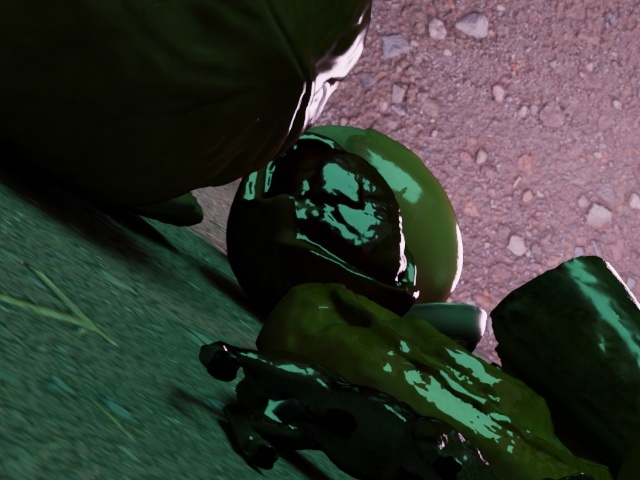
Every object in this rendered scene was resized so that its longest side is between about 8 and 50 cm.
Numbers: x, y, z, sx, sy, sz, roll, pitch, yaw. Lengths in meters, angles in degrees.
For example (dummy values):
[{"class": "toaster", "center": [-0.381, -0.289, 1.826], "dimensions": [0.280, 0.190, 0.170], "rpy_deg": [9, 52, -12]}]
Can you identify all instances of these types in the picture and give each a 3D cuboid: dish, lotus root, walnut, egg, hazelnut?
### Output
[{"class": "dish", "center": [0.102, 0.117, 1.880], "dimensions": [0.141, 0.078, 0.141], "rpy_deg": [-5, -17, -2]}, {"class": "lotus root", "center": [0.275, 0.163, 1.462], "dimensions": [0.260, 0.149, 0.267], "rpy_deg": [44, -14, 33]}, {"class": "walnut", "center": [-0.149, -0.198, 1.470], "dimensions": [0.398, 0.354, 0.308], "rpy_deg": [36, -23, 37]}, {"class": "egg", "center": [0.036, -0.012, 1.929], "dimensions": [0.244, 0.201, 0.201], "rpy_deg": [34, 2, 16]}, {"class": "hazelnut", "center": [0.006, 0.001, 1.666], "dimensions": [0.170, 0.160, 0.201], "rpy_deg": [-12, 34, -37]}]

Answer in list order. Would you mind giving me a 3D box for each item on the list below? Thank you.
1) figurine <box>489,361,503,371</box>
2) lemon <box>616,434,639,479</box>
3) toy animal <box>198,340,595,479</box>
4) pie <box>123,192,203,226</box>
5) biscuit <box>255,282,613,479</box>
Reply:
[{"class": "figurine", "center": [0.285, 0.192, 1.950], "dimensions": [0.192, 0.167, 0.257], "rpy_deg": [21, -15, -18]}, {"class": "lemon", "center": [0.266, 0.190, 1.152], "dimensions": [0.184, 0.184, 0.248], "rpy_deg": [-122, -163, -83]}, {"class": "toy animal", "center": [0.055, 0.122, 1.055], "dimensions": [0.243, 0.087, 0.260], "rpy_deg": [38, 6, 17]}, {"class": "pie", "center": [-0.173, -0.067, 1.658], "dimensions": [0.163, 0.079, 0.193], "rpy_deg": [38, 2, -20]}, {"class": "biscuit", "center": [0.091, 0.125, 1.344], "dimensions": [0.296, 0.102, 0.296], "rpy_deg": [34, 5, -3]}]
